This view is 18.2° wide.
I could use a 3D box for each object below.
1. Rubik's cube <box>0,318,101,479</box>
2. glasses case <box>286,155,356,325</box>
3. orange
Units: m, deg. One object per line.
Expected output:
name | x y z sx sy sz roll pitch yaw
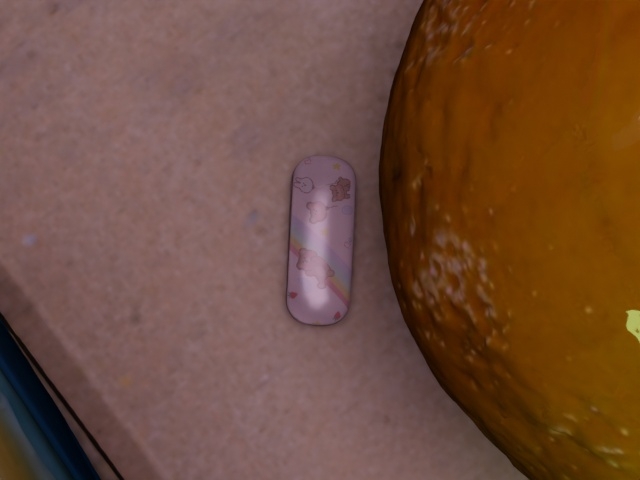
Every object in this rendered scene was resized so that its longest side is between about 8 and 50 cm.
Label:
Rubik's cube | -0.220 0.208 0.762 0.347 0.351 0.352 -30 88 -8
glasses case | 0.000 0.000 0.972 0.032 0.021 0.083 4 82 -2
orange | 0.193 -0.032 0.855 0.340 0.293 0.341 1 80 -6
